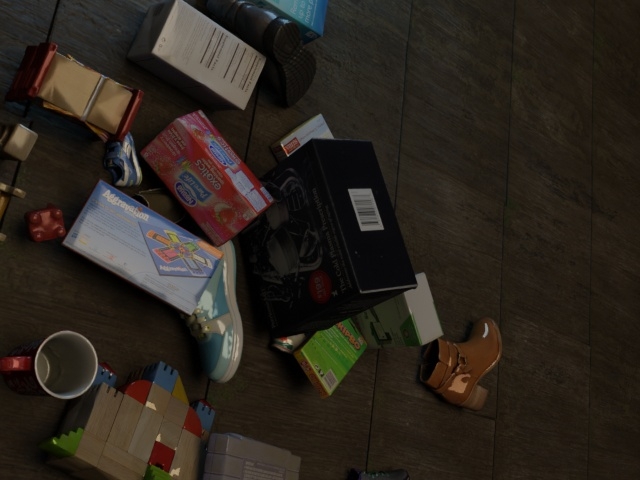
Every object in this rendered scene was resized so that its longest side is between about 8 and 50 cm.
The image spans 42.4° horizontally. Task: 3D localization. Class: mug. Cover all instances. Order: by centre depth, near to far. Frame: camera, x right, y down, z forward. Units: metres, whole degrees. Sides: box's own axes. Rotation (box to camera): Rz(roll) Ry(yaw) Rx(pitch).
[{"bbox_3d":[-0.492,0.211,1.436,0.150,0.169,0.113,40,57,-28],"label":"mug"}]

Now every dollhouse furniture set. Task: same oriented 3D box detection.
[{"bbox_3d":[-0.512,-0.163,1.545,0.201,0.152,0.374,28,80,-35],"label":"dollhouse furniture set"}]

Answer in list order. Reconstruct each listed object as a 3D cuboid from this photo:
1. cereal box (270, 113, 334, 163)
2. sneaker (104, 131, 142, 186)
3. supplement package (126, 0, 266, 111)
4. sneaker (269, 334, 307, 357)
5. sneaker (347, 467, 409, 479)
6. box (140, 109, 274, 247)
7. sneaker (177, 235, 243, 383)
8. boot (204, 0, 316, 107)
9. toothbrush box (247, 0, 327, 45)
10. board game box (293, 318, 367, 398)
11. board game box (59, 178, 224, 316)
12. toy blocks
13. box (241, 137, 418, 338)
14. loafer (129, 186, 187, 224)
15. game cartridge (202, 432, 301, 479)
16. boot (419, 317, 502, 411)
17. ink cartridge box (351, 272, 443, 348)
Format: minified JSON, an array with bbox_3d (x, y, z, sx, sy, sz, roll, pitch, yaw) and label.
[{"bbox_3d":[-0.005,-0.172,2.046,0.173,0.047,0.240,-40,107,-40],"label":"cereal box"},{"bbox_3d":[-0.410,-0.176,1.676,0.059,0.053,0.144,-19,93,-41],"label":"sneaker"},{"bbox_3d":[-0.265,-0.394,1.781,0.244,0.139,0.134,28,79,-36],"label":"supplement package"},{"bbox_3d":[-0.042,0.242,1.914,0.161,0.057,0.075,26,70,-33],"label":"sneaker"},{"bbox_3d":[0.125,0.577,1.979,0.223,0.083,0.098,-18,88,-42],"label":"sneaker"},{"bbox_3d":[-0.233,-0.131,1.715,0.257,0.122,0.128,51,21,-4],"label":"box"},{"bbox_3d":[-0.275,0.134,1.685,0.208,0.127,0.319,10,65,-43],"label":"sneaker"},{"bbox_3d":[-0.137,-0.461,1.921,0.222,0.338,0.118,35,76,18],"label":"boot"},{"bbox_3d":[-0.126,-0.628,1.986,0.295,0.126,0.217,24,65,-35],"label":"toothbrush box"},{"bbox_3d":[0.029,0.255,1.936,0.124,0.039,0.259,58,32,-5],"label":"board game box"},{"bbox_3d":[-0.337,0.017,1.585,0.281,0.027,0.145,33,73,-19],"label":"board game box"},{"bbox_3d":[-0.332,0.357,1.569,0.381,0.190,0.261,40,45,-30],"label":"toy blocks"},{"bbox_3d":[0.000,0.000,1.792,0.178,0.312,0.343,-4,70,-41],"label":"box"},{"bbox_3d":[-0.357,-0.052,1.671,0.251,0.087,0.094,-24,97,-43],"label":"loafer"},{"bbox_3d":[-0.142,0.523,1.672,0.355,0.068,0.230,44,45,-60],"label":"game cartridge"},{"bbox_3d":[0.378,0.308,2.266,0.220,0.109,0.284,31,68,-29],"label":"boot"},{"bbox_3d":[0.174,0.177,2.017,0.092,0.219,0.160,-21,94,-40],"label":"ink cartridge box"}]
